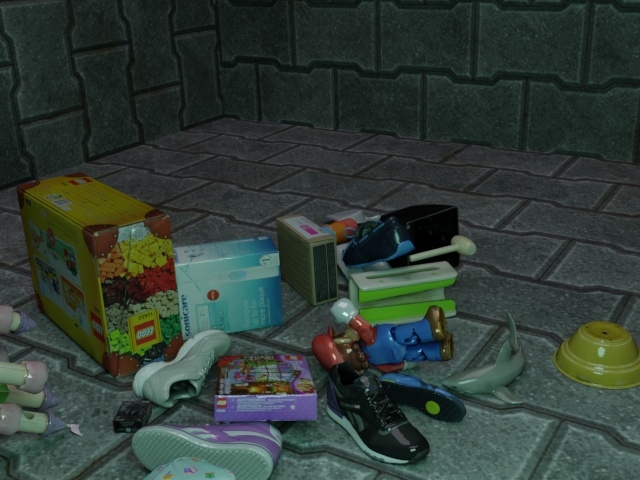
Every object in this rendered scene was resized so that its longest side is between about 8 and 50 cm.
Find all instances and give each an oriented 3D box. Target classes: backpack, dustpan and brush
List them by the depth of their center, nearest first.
[{"bbox_3d":[-0.229,0.451,1.271,0.188,0.144,0.166,6,29,28],"label":"backpack"},{"bbox_3d":[0.131,-0.078,2.688,0.211,0.060,0.147,-16,12,-17],"label":"dustpan and brush"}]

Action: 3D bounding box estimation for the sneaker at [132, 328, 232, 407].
[{"bbox_3d":[-0.288,0.301,1.736,0.121,0.099,0.262,25,41,35],"label":"sneaker"}]

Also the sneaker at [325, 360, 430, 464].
[{"bbox_3d":[0.102,0.339,1.535,0.107,0.124,0.283,-18,27,-34],"label":"sneaker"}]

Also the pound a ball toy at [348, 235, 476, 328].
[{"bbox_3d":[0.238,0.096,2.020,0.319,0.208,0.136,-8,23,-13],"label":"pound a ball toy"}]

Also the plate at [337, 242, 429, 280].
[{"bbox_3d":[0.199,0.062,2.269,0.278,0.045,0.277,-9,33,-15],"label":"plate"}]

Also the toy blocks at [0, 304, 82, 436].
[{"bbox_3d":[-0.670,0.324,1.598,0.260,0.309,0.288,22,12,-47],"label":"toy blocks"}]

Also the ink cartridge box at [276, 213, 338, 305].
[{"bbox_3d":[-0.039,0.051,2.181,0.088,0.193,0.234,-12,24,-23],"label":"ink cartridge box"}]

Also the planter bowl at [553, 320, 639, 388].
[{"bbox_3d":[0.652,0.246,1.762,0.217,0.090,0.217,-2,21,1],"label":"planter bowl"}]

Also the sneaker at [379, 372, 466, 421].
[{"bbox_3d":[0.220,0.325,1.637,0.209,0.069,0.082,11,22,31],"label":"sneaker"}]

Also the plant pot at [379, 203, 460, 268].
[{"bbox_3d":[0.270,-0.008,2.182,0.187,0.188,0.167,-19,26,-28],"label":"plant pot"}]

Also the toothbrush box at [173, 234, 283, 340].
[{"bbox_3d":[-0.256,0.122,1.994,0.295,0.216,0.126,-6,22,-12],"label":"toothbrush box"}]

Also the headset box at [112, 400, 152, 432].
[{"bbox_3d":[-0.398,0.372,1.627,0.062,0.032,0.083,0,23,5],"label":"headset box"}]

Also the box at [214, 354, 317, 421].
[{"bbox_3d":[-0.121,0.306,1.618,0.201,0.057,0.293,1,7,-7],"label":"box"}]

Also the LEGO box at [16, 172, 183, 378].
[{"bbox_3d":[-0.569,0.068,1.951,0.193,0.372,0.500,-18,27,-36],"label":"LEGO box"}]

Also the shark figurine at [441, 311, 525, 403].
[{"bbox_3d":[0.415,0.262,1.721,0.166,0.116,0.278,16,30,36],"label":"shark figurine"}]

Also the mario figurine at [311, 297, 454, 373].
[{"bbox_3d":[0.133,0.214,1.743,0.320,0.198,0.170,-10,0,17],"label":"mario figurine"}]

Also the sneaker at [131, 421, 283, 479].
[{"bbox_3d":[-0.212,0.394,1.488,0.282,0.102,0.161,9,16,9],"label":"sneaker"}]

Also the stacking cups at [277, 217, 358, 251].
[{"bbox_3d":[0.000,0.000,2.469,0.096,0.096,0.316,16,23,37],"label":"stacking cups"}]

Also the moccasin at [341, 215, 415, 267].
[{"bbox_3d":[0.153,-0.004,2.077,0.138,0.117,0.342,-22,1,-28],"label":"moccasin"}]

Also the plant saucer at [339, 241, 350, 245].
[{"bbox_3d":[0.101,0.027,2.469,0.083,0.013,0.083,-2,22,1],"label":"plant saucer"}]
